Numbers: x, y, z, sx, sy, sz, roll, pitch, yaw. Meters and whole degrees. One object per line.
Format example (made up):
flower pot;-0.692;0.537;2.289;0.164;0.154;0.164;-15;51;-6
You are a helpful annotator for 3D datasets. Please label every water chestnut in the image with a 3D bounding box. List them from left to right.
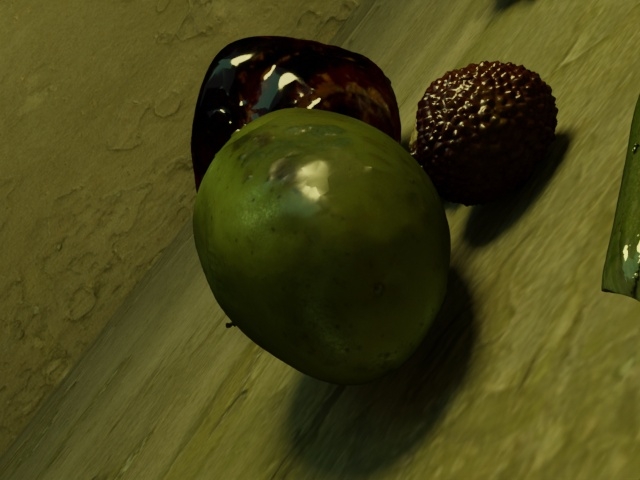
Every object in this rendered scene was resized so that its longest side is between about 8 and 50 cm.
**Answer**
water chestnut;-0.033;-0.120;1.070;0.289;0.289;0.244;-48;-18;9

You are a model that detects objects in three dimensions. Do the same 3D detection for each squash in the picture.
squash;0.199;-0.031;0.464;0.069;0.069;0.239;-36;18;44

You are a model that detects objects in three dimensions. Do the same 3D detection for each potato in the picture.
potato;0.001;-0.003;0.702;0.216;0.216;0.304;-52;21;-6

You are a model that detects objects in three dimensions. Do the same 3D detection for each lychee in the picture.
lychee;0.137;-0.095;0.721;0.129;0.123;0.123;-40;17;24

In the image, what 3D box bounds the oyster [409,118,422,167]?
oyster;0.140;-0.117;0.854;0.191;0.081;0.163;-36;16;35
